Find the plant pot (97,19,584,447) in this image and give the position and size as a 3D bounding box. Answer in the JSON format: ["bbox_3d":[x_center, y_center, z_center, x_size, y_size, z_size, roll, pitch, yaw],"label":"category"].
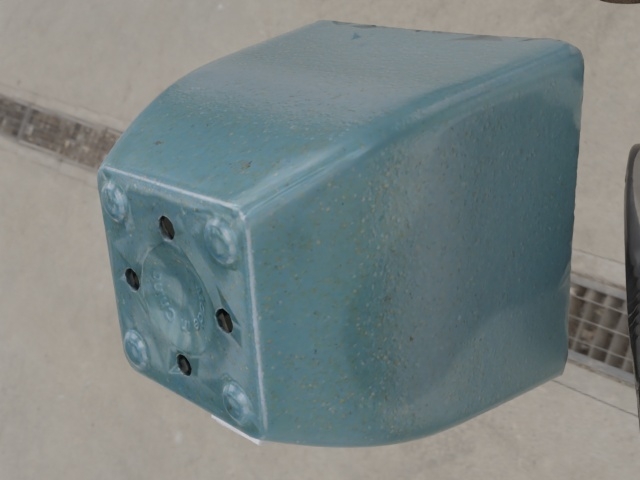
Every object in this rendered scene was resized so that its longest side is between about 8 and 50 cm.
[{"bbox_3d":[0.000,0.000,0.596,0.247,0.252,0.248,17,120,41],"label":"plant pot"}]

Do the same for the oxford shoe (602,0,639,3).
[{"bbox_3d":[0.234,-0.245,0.601,0.076,0.076,0.212,8,44,24],"label":"oxford shoe"}]

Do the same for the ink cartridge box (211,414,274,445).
[{"bbox_3d":[-0.020,0.104,1.027,0.100,0.172,0.237,18,103,46],"label":"ink cartridge box"}]

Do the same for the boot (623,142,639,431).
[{"bbox_3d":[0.325,0.073,0.484,0.284,0.138,0.377,-8,45,22],"label":"boot"}]
